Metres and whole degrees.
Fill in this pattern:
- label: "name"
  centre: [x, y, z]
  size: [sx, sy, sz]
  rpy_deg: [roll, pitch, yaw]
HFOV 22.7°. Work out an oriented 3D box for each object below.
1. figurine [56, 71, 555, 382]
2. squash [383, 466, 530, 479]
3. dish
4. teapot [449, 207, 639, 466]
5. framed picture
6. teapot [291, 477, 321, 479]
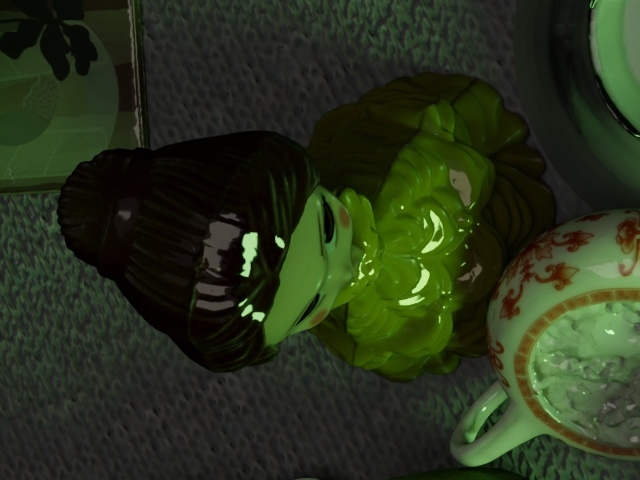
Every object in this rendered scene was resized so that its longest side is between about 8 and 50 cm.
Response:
- label: "figurine"
  centre: [0.004, 0.002, 0.844]
  size: [0.168, 0.315, 0.187]
  rpy_deg: [46, 108, 13]
- label: "squash"
  centre: [0.068, 0.206, 0.913]
  size: [0.170, 0.123, 0.170]
  rpy_deg: [-9, 71, 27]
- label: "dish"
  centre: [0.223, -0.114, 0.874]
  size: [0.260, 0.085, 0.260]
  rpy_deg: [2, 94, 21]
- label: "teapot"
  centre: [0.165, 0.059, 0.890]
  size: [0.159, 0.116, 0.245]
  rpy_deg: [30, 129, -22]
- label: "framed picture"
  centre: [-0.210, -0.098, 1.087]
  size: [0.201, 0.010, 0.136]
  rpy_deg: [-2, 92, 22]
- label: "teapot"
  centre: [-0.101, 0.267, 1.001]
  size: [0.298, 0.139, 0.204]
  rpy_deg: [-33, 113, 17]
